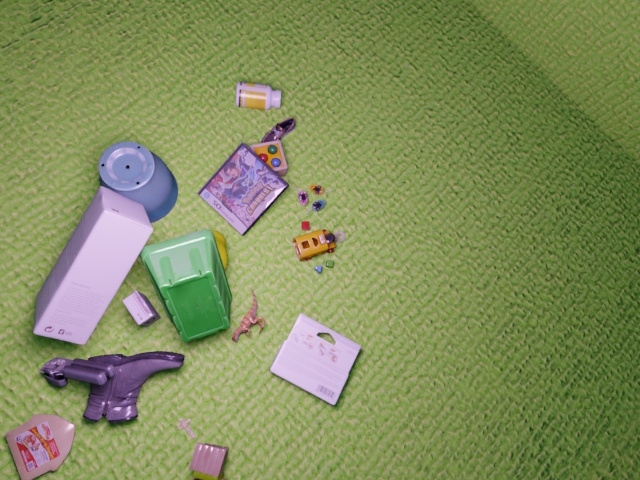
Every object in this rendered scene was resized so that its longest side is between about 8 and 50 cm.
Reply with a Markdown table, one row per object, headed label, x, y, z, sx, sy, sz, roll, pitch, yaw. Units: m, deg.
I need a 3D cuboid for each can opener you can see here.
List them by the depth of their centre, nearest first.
| label | x | y | z | sx | sy | sz | roll | pitch | yaw |
| --- | --- | --- | --- | --- | --- | --- | --- | --- | --- |
| can opener | -0.806 | 0.446 | 1.465 | 0.283 | 0.076 | 0.095 | 3 | 114 | 20 |

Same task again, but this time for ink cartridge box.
| label | x | y | z | sx | sy | sz | roll | pitch | yaw |
| --- | --- | --- | --- | --- | --- | --- | --- | --- | --- |
| ink cartridge box | -0.627 | 0.239 | 1.542 | 0.060 | 0.180 | 0.104 | -35 | 84 | -16 |
| ink cartridge box | -0.019 | 0.445 | 1.666 | 0.274 | 0.060 | 0.239 | 29 | 72 | -2 |

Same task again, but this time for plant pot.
| label | x | y | z | sx | sy | sz | roll | pitch | yaw |
| --- | --- | --- | --- | --- | --- | --- | --- | --- | --- |
| plant pot | -0.676 | -0.223 | 1.612 | 0.271 | 0.255 | 0.272 | 3 | 76 | -10 |

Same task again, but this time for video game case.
| label | x | y | z | sx | sy | sz | roll | pitch | yaw |
| --- | --- | --- | --- | --- | --- | --- | --- | --- | --- |
| video game case | -0.305 | -0.201 | 1.737 | 0.248 | 0.035 | 0.275 | 43 | 96 | 3 |

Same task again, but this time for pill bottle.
| label | x | y | z | sx | sy | sz | roll | pitch | yaw |
| --- | --- | --- | --- | --- | --- | --- | --- | --- | --- |
| pill bottle | -0.262 | -0.608 | 1.863 | 0.183 | 0.103 | 0.103 | 5 | 75 | -9 |

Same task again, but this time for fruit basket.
| label | x | y | z | sx | sy | sz | roll | pitch | yaw |
| --- | --- | --- | --- | --- | --- | --- | --- | --- | --- |
| fruit basket | -0.448 | 0.110 | 1.561 | 0.282 | 0.392 | 0.393 | -17 | 80 | -14 |

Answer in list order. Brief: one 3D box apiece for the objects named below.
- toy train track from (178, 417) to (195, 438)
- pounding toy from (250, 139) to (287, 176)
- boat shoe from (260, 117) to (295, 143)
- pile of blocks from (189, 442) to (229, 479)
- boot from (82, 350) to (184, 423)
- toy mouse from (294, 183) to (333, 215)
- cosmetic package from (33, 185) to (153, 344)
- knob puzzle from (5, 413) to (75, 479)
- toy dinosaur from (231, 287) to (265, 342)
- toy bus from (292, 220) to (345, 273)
| label | x | y | z | sx | sy | sz | roll | pitch | yaw |
| --- | --- | --- | --- | --- | --- | --- | --- | --- | --- |
| toy train track | -0.469 | 0.662 | 1.552 | 0.048 | 0.014 | 0.083 | -38 | 86 | -16 |
| pounding toy | -0.228 | -0.286 | 1.793 | 0.180 | 0.094 | 0.206 | -13 | 78 | -13 |
| boat shoe | -0.180 | -0.461 | 1.860 | 0.066 | 0.066 | 0.183 | 44 | 73 | 3 |
| pile of blocks | -0.357 | 0.865 | 1.480 | 0.148 | 0.113 | 0.363 | -12 | 71 | 1 |
| boot | -0.634 | 0.502 | 1.521 | 0.337 | 0.118 | 0.223 | -4 | 79 | 2 |
| toy mouse | -0.040 | -0.164 | 1.829 | 0.160 | 0.031 | 0.143 | 15 | 74 | -6 |
| cosmetic package | -0.744 | 0.079 | 1.437 | 0.161 | 0.230 | 0.454 | 28 | 99 | -37 |
| knob puzzle | -0.909 | 0.667 | 1.462 | 0.212 | 0.030 | 0.214 | 2 | 75 | -9 |
| toy dinosaur | -0.261 | 0.290 | 1.658 | 0.112 | 0.064 | 0.212 | 27 | 73 | -1 |
| toy bus | -0.009 | 0.009 | 1.753 | 0.190 | 0.104 | 0.202 | 26 | 73 | -3 |
